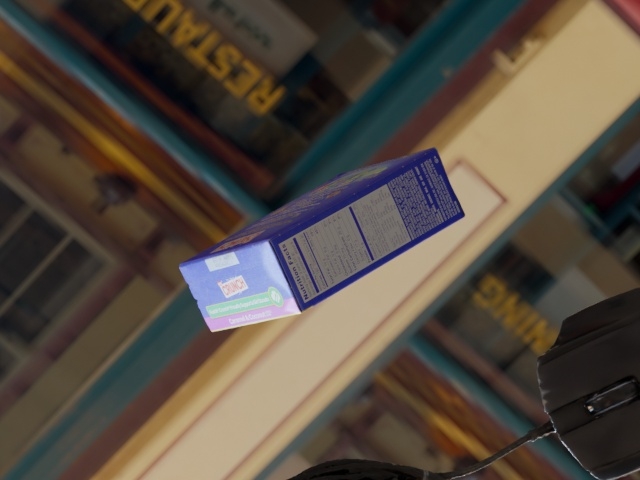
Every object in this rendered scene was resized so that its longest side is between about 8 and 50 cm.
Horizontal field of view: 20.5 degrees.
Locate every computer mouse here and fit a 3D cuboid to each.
[{"bbox_3d":[0.084,0.074,0.695,0.071,0.242,0.041,63,157,9],"label":"computer mouse"}]

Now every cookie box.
[{"bbox_3d":[0.000,0.000,0.853,0.092,0.107,0.040,-14,103,58],"label":"cookie box"}]
